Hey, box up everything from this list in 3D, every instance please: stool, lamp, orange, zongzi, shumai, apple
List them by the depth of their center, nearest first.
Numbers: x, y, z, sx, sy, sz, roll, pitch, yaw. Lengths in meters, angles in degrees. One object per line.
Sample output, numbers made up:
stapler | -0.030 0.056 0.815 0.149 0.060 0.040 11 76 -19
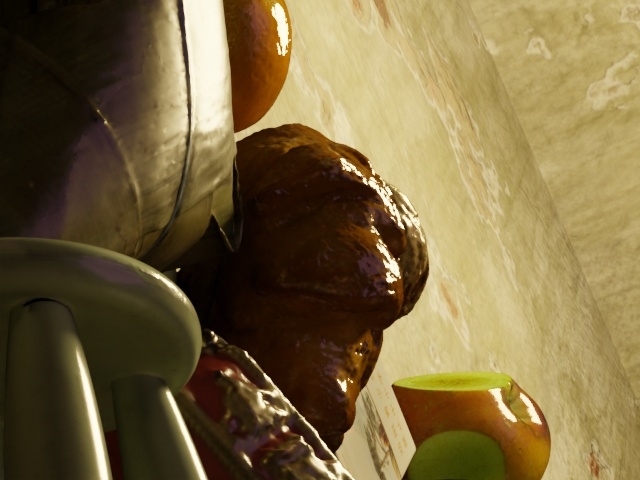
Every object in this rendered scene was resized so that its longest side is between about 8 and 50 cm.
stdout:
stool | -0.146 0.125 0.937 0.195 0.195 0.199 47 28 -53
lamp | -0.048 0.179 1.138 0.274 0.177 0.177 51 14 10
zongzi | -0.176 -0.111 1.172 0.360 0.160 0.323 -29 110 -66
orange | -0.098 -0.159 1.553 0.136 0.159 0.159 3 60 -28
shumai | 0.035 0.022 1.803 0.105 0.123 0.139 -68 149 -52
apple | 0.141 0.190 1.876 0.163 0.147 0.146 63 16 -13

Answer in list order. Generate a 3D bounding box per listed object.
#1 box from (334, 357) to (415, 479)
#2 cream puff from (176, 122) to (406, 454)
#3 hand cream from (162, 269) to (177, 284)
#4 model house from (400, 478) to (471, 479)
box | 0.010 0.156 1.640 0.149 0.067 0.233 66 16 -6
cream puff | -0.020 0.031 1.435 0.154 0.241 0.269 11 28 -21
hand cream | -0.123 0.093 1.351 0.052 0.038 0.216 30 37 -23
model house | 0.057 0.341 1.280 0.295 0.251 0.329 69 22 -3
